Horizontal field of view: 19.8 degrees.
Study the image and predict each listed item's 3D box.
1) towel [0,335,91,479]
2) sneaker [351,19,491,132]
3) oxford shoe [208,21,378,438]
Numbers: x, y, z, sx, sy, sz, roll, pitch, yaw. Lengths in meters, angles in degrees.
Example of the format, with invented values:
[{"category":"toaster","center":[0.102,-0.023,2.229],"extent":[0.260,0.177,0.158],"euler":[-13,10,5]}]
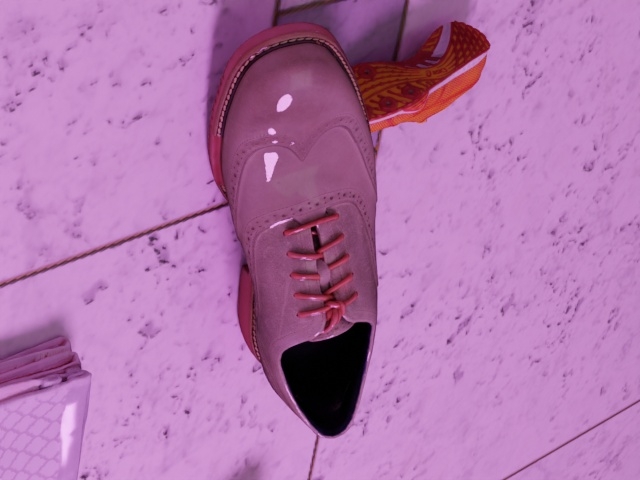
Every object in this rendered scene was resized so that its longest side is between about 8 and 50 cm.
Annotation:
[{"category":"towel","center":[-0.296,0.253,1.257],"extent":[0.317,0.053,0.331],"euler":[-21,132,-42]},{"category":"sneaker","center":[0.068,-0.111,1.419],"extent":[0.175,0.064,0.067],"euler":[-25,146,-36]},{"category":"oxford shoe","center":[0.000,0.000,1.332],"extent":[0.123,0.130,0.348],"euler":[-17,135,-9]}]
